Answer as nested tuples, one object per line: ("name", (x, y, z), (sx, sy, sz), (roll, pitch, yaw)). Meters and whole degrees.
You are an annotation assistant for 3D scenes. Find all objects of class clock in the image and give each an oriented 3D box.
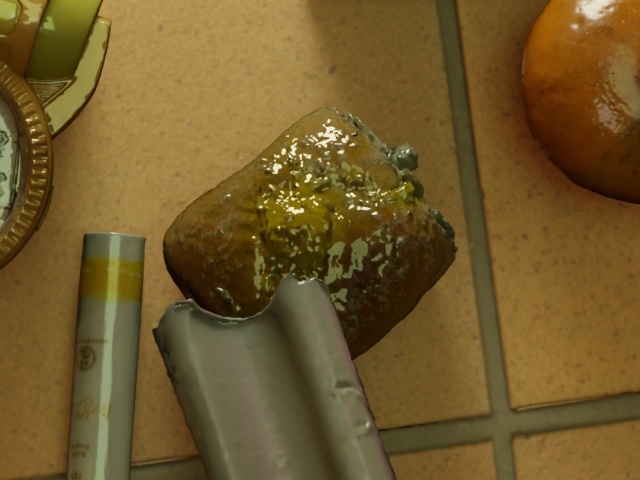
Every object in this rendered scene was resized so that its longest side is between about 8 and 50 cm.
("clock", (-0.326, -0.105, 1.657), (0.244, 0.200, 0.317), (17, 84, -6))

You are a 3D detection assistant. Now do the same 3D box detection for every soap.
("soap", (-0.012, 0.198, 1.678), (0.159, 0.258, 0.302), (-18, 77, 4))

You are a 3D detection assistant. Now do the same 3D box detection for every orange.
("orange", (0.298, -0.143, 1.789), (0.240, 0.171, 0.240), (1, 86, -15))

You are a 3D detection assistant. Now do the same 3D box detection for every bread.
("bread", (0.000, 0.000, 1.713), (0.246, 0.176, 0.195), (-40, 93, -12))

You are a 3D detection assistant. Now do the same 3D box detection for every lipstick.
("lipstick", (-0.191, 0.126, 1.722), (0.059, 0.059, 0.264), (5, 83, -11))
